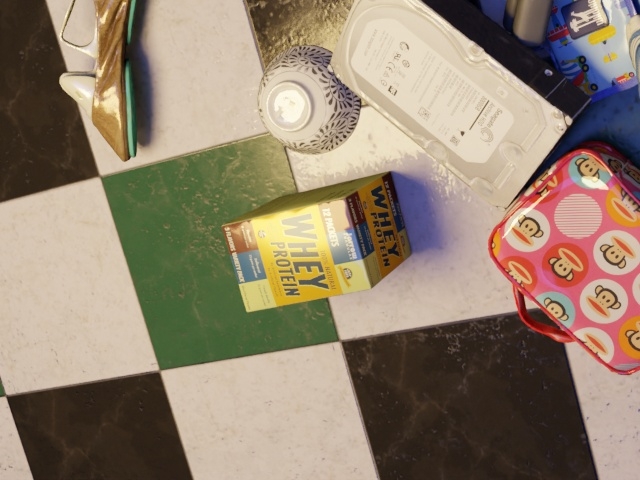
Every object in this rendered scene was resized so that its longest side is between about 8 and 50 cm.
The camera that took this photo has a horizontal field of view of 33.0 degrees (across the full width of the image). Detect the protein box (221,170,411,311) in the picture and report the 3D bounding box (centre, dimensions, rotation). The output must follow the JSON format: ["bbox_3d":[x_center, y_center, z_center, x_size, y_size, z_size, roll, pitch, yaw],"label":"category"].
[{"bbox_3d":[0.000,0.000,1.596,0.201,0.200,0.136,-12,99,25],"label":"protein box"}]

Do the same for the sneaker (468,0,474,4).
[{"bbox_3d":[0.141,-0.376,1.504,0.130,0.087,0.227,-2,106,32],"label":"sneaker"}]

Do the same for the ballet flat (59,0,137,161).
[{"bbox_3d":[-0.348,-0.296,1.702,0.124,0.116,0.342,2,106,-8],"label":"ballet flat"}]

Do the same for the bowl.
[{"bbox_3d":[-0.033,-0.206,1.623,0.170,0.080,0.170,6,105,22],"label":"bowl"}]

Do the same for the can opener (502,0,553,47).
[{"bbox_3d":[0.300,-0.378,1.344,0.095,0.076,0.283,-4,130,-10],"label":"can opener"}]

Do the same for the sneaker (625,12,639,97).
[{"bbox_3d":[0.456,-0.141,1.321,0.130,0.330,0.147,-11,59,32],"label":"sneaker"}]

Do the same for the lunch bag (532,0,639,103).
[{"bbox_3d":[0.401,-0.320,1.400,0.293,0.138,0.221,-23,94,39],"label":"lunch bag"}]

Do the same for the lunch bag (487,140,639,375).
[{"bbox_3d":[0.383,0.038,1.487,0.293,0.120,0.258,46,116,6],"label":"lunch bag"}]

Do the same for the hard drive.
[{"bbox_3d":[0.176,-0.214,1.478,0.339,0.064,0.237,40,149,8],"label":"hard drive"}]
